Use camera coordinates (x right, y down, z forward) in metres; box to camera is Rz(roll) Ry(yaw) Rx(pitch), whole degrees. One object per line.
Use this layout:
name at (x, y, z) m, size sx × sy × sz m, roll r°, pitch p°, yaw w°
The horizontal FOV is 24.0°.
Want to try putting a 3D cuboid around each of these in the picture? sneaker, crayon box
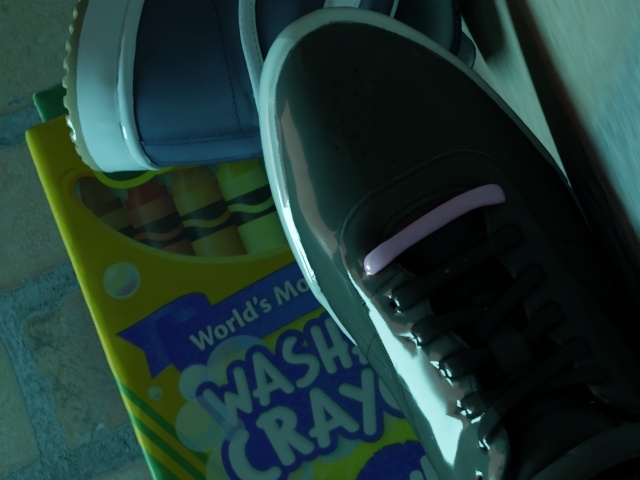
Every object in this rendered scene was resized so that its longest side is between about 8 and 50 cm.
sneaker at (-0.004, -0.151, 0.657) m, size 0.099 × 0.153 × 0.282 m, roll 64°, pitch -148°, yaw -57°
crayon box at (-0.003, 0.016, 0.708) m, size 0.083 × 0.203 × 0.323 m, roll 72°, pitch 175°, yaw -72°
sneaker at (0.076, 0.049, 0.508) m, size 0.295 × 0.105 × 0.147 m, roll 61°, pitch 178°, yaw -8°
